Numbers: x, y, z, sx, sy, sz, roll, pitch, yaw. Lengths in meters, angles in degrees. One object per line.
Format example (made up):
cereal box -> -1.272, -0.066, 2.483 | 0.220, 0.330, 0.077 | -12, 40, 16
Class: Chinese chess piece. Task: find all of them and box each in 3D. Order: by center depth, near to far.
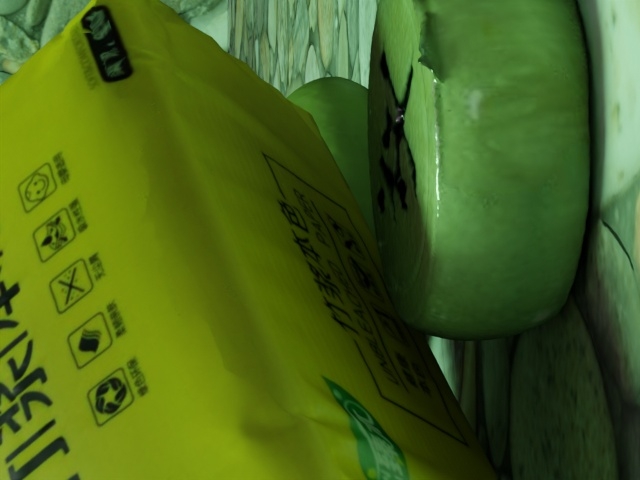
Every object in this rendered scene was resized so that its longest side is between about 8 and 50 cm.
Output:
Chinese chess piece -> 0.070, -0.046, 0.823 | 0.188, 0.083, 0.188 | 178, 90, -80

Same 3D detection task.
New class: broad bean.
broad bean -> -0.001, 0.000, 1.229 | 0.291, 0.119, 0.238 | -121, 37, -78

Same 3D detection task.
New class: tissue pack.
tissue pack -> -0.093, 0.108, 0.871 | 0.228, 0.293, 0.382 | 33, -157, -47
